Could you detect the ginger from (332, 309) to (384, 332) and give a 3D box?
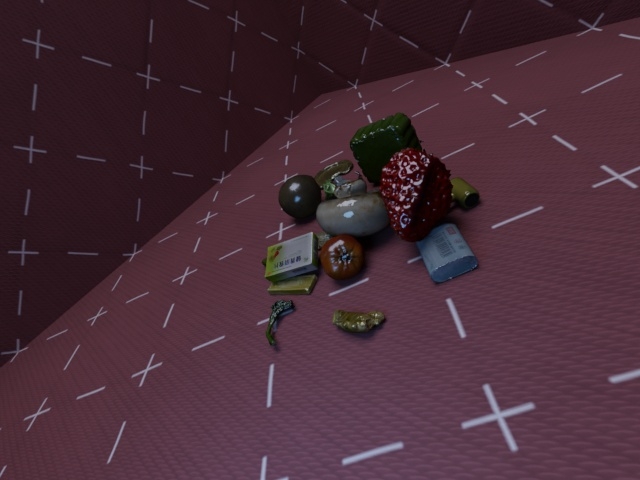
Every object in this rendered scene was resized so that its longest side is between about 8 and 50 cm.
[{"bbox_3d":[0.123,0.296,1.461,0.206,0.081,0.115,-11,31,29],"label":"ginger"}]

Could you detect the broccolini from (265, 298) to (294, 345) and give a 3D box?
[{"bbox_3d":[-0.165,0.333,1.687,0.123,0.062,0.271,-38,22,19],"label":"broccolini"}]

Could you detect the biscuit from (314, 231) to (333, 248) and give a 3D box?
[{"bbox_3d":[0.000,0.000,2.019,0.169,0.070,0.082,-11,29,38],"label":"biscuit"}]

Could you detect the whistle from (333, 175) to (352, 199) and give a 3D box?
[{"bbox_3d":[0.132,-0.285,2.247,0.143,0.133,0.346,11,20,-15],"label":"whistle"}]

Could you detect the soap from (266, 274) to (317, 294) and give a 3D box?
[{"bbox_3d":[-0.131,0.204,1.869,0.252,0.037,0.092,-6,40,37],"label":"soap"}]

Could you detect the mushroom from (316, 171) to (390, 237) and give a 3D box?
[{"bbox_3d":[0.153,-0.162,1.852,0.363,0.294,0.362,-11,8,2],"label":"mushroom"}]

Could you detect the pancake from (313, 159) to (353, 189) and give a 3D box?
[{"bbox_3d":[0.074,-0.424,2.600,0.289,0.033,0.286,-19,32,20],"label":"pancake"}]

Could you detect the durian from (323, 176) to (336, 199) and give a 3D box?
[{"bbox_3d":[0.055,-0.299,2.369,0.086,0.100,0.215,-20,24,17],"label":"durian"}]

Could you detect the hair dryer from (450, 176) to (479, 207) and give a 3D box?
[{"bbox_3d":[0.527,-0.153,1.738,0.279,0.090,0.134,-31,38,3],"label":"hair dryer"}]

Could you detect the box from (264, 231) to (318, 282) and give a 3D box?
[{"bbox_3d":[-0.134,0.080,1.902,0.261,0.062,0.175,-18,51,25],"label":"box"}]

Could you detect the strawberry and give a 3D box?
[{"bbox_3d":[0.356,-0.158,1.594,0.296,0.317,0.344,18,69,16],"label":"strawberry"}]

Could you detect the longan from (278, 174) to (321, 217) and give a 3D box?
[{"bbox_3d":[-0.112,-0.252,2.308,0.258,0.258,0.258,-23,32,15],"label":"longan"}]

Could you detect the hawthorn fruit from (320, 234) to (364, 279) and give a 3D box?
[{"bbox_3d":[0.091,0.069,1.755,0.197,0.196,0.225,-34,6,-3],"label":"hawthorn fruit"}]

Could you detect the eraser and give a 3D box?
[{"bbox_3d":[0.465,0.041,1.528,0.174,0.081,0.226,-28,31,14],"label":"eraser"}]

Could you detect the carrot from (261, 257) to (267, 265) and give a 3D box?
[{"bbox_3d":[-0.171,0.098,2.027,0.359,0.074,0.074,-6,39,38],"label":"carrot"}]

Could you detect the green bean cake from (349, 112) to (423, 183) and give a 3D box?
[{"bbox_3d":[0.362,-0.485,2.147,0.336,0.318,0.218,-8,37,34],"label":"green bean cake"}]
